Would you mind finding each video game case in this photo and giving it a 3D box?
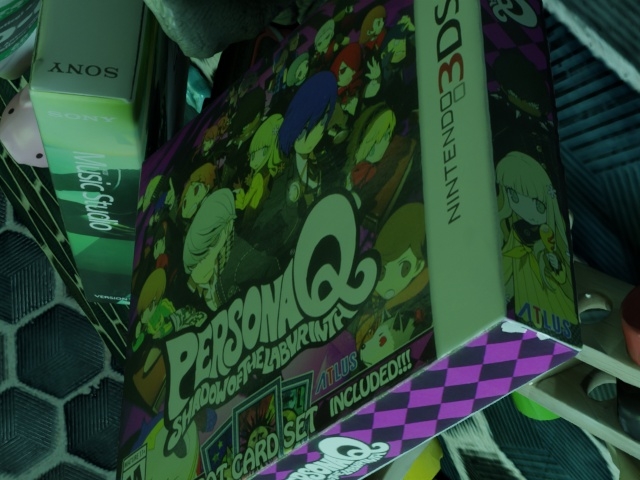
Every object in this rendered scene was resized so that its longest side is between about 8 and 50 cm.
[{"bbox_3d":[0.000,0.000,0.638,0.042,0.232,0.210,26,-133,-30],"label":"video game case"}]

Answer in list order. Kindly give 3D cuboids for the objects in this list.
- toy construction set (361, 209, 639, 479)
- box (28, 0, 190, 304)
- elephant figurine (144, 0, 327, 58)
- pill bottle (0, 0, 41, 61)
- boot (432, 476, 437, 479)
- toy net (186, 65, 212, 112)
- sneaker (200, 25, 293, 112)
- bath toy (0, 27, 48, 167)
[{"bbox_3d":[0.065,0.077,0.793,0.309,0.257,0.237,34,-167,-37],"label":"toy construction set"},{"bbox_3d":[-0.111,-0.119,0.927,0.322,0.058,0.232,95,179,-70],"label":"box"},{"bbox_3d":[-0.030,-0.159,0.695,0.169,0.186,0.239,-16,124,41],"label":"elephant figurine"},{"bbox_3d":[-0.290,-0.248,1.194,0.204,0.204,0.361,57,167,-3],"label":"pill bottle"},{"bbox_3d":[0.106,0.298,1.336,0.262,0.095,0.203,43,161,47],"label":"boot"},{"bbox_3d":[-0.100,-0.096,1.234,0.232,0.045,0.122,61,165,-19],"label":"toy net"},{"bbox_3d":[-0.004,-0.047,0.915,0.136,0.116,0.314,14,173,-6],"label":"sneaker"},{"bbox_3d":[-0.242,-0.130,1.443,0.348,0.151,0.129,53,155,-3],"label":"bath toy"}]
